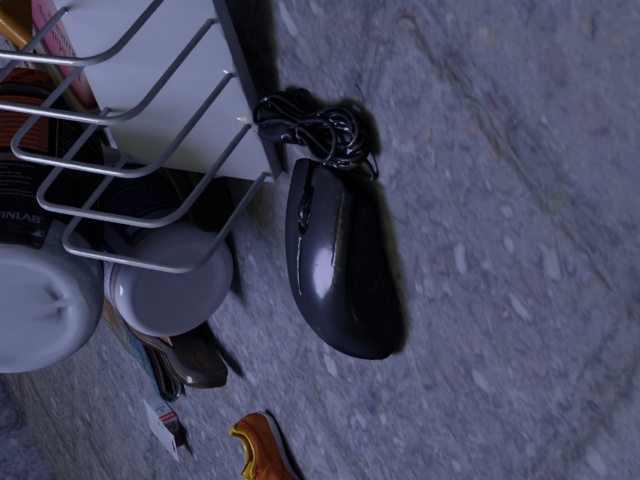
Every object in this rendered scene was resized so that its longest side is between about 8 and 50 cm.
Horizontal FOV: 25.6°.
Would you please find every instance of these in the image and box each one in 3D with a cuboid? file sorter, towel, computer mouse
[{"bbox_3d":[-0.190,-0.125,1.350,0.193,0.173,0.277,10,139,28],"label":"file sorter"},{"bbox_3d":[-0.342,0.071,2.191,0.370,0.040,0.271,39,155,49],"label":"towel"},{"bbox_3d":[0.000,0.000,1.329,0.188,0.072,0.272,24,133,58],"label":"computer mouse"}]

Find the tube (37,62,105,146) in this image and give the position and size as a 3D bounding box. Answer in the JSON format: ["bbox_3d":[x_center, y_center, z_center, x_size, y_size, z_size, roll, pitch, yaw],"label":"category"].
[{"bbox_3d":[-0.380,-0.188,2.049,0.240,0.062,0.070,56,128,35],"label":"tube"}]

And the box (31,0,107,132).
[{"bbox_3d":[-0.232,-0.253,1.541,0.148,0.127,0.232,57,156,23],"label":"box"}]

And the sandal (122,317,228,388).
[{"bbox_3d":[-0.192,0.122,1.887,0.219,0.090,0.060,44,132,47],"label":"sandal"}]

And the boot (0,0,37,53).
[{"bbox_3d":[-0.426,-0.315,1.768,0.211,0.295,0.104,47,113,16],"label":"boot"}]

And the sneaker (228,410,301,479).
[{"bbox_3d":[-0.063,0.305,1.787,0.175,0.067,0.064,61,156,10],"label":"sneaker"}]

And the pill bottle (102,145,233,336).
[{"bbox_3d":[-0.231,-0.008,1.749,0.265,0.153,0.153,43,148,46],"label":"pill bottle"}]

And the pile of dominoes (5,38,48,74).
[{"bbox_3d":[-0.393,-0.235,1.958,0.196,0.040,0.251,92,154,-55],"label":"pile of dominoes"}]

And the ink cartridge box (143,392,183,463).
[{"bbox_3d":[-0.244,0.299,2.255,0.115,0.029,0.062,39,145,48],"label":"ink cartridge box"}]

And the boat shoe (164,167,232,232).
[{"bbox_3d":[-0.156,-0.102,1.607,0.072,0.068,0.190,-130,25,-63],"label":"boat shoe"}]

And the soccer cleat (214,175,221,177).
[{"bbox_3d":[-0.104,-0.099,1.519,0.029,0.036,0.083,53,155,31],"label":"soccer cleat"}]

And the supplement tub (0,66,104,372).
[{"bbox_3d":[-0.347,-0.034,1.587,0.338,0.207,0.207,-99,5,-48],"label":"supplement tub"}]
